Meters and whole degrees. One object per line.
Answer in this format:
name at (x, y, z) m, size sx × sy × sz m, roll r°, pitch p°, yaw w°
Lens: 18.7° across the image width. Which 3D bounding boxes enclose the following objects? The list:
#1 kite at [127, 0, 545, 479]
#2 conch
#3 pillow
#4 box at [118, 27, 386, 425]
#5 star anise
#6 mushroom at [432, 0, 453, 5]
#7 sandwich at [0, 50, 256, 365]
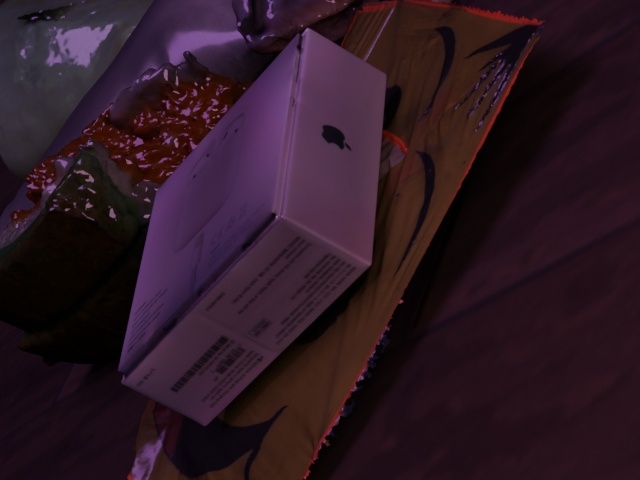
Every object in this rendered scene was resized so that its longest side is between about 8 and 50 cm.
kite at (0.002, 0.001, 0.880) m, size 0.327 × 0.013 × 0.377 m, roll -44°, pitch 24°, yaw 39°
conch at (-0.170, -0.113, 1.433) m, size 0.143 × 0.137 × 0.250 m, roll -35°, pitch 27°, yaw -29°
pillow at (-0.113, -0.064, 1.227) m, size 0.254 × 0.078 × 0.144 m, roll -52°, pitch 30°, yaw 10°
box at (-0.030, -0.007, 0.873) m, size 0.130 × 0.051 × 0.129 m, roll -44°, pitch 25°, yaw 36°
star anise at (-0.003, -0.193, 1.078) m, size 0.229 × 0.093 × 0.236 m, roll 92°, pitch -175°, yaw -62°
mushroom at (0.057, -0.116, 0.965) m, size 0.026 × 0.028 × 0.286 m, roll -25°, pitch 39°, yaw 49°
sandwich at (-0.119, -0.023, 1.108) m, size 0.185 × 0.109 × 0.160 m, roll -31°, pitch 36°, yaw 50°
